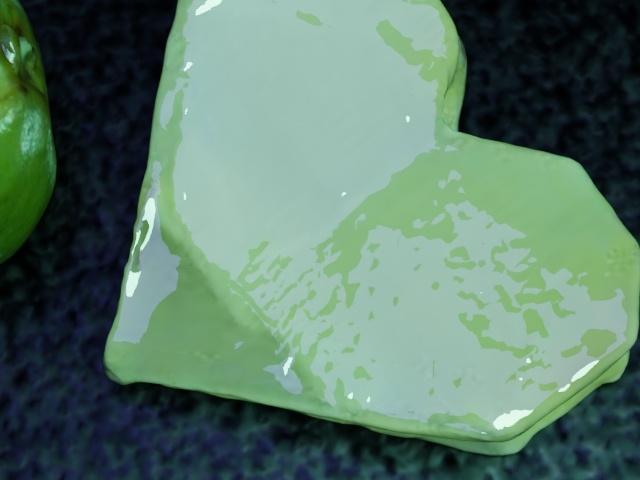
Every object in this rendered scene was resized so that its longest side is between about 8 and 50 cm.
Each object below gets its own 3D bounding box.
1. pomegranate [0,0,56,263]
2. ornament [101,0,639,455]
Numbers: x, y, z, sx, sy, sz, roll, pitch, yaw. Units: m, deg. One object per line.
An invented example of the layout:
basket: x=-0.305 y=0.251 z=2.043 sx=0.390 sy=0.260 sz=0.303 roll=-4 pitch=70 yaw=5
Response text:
pomegranate: x=-0.178 y=-0.050 z=0.565 sx=0.169 sy=0.122 sz=0.143 roll=1 pitch=74 yaw=-1
ornament: x=0.000 y=0.000 z=0.584 sx=0.180 sy=0.059 sz=0.201 roll=-34 pitch=76 yaw=-8
